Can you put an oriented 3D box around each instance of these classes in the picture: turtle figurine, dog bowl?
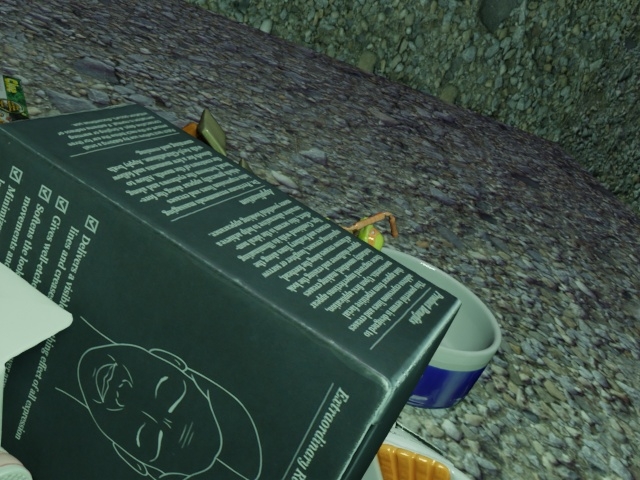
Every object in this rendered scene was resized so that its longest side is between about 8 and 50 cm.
[{"bbox_3d":[0.000,0.000,1.140,0.217,0.087,0.269,3,3,18],"label":"turtle figurine"},{"bbox_3d":[0.124,0.121,1.211,0.264,0.104,0.265,22,23,-10],"label":"dog bowl"}]

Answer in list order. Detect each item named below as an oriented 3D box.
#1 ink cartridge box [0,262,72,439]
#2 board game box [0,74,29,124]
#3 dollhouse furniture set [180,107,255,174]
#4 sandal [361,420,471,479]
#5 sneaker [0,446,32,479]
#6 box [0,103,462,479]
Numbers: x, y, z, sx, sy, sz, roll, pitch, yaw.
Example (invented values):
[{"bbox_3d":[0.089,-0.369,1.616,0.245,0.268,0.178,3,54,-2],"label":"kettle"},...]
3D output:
[{"bbox_3d":[-0.374,0.124,0.582,0.207,0.119,0.353,32,37,17],"label":"ink cartridge box"},{"bbox_3d":[-0.545,-0.217,1.337,0.136,0.030,0.260,9,28,-30],"label":"board game box"},{"bbox_3d":[-0.180,-0.001,1.011,0.259,0.262,0.135,54,11,-24],"label":"dollhouse furniture set"},{"bbox_3d":[0.062,0.237,0.907,0.265,0.102,0.076,25,26,3],"label":"sandal"},{"bbox_3d":[-0.313,0.201,0.673,0.134,0.051,0.070,-7,23,-39],"label":"sneaker"},{"bbox_3d":[-0.124,0.098,0.765,0.395,0.294,0.212,32,24,14],"label":"box"}]
